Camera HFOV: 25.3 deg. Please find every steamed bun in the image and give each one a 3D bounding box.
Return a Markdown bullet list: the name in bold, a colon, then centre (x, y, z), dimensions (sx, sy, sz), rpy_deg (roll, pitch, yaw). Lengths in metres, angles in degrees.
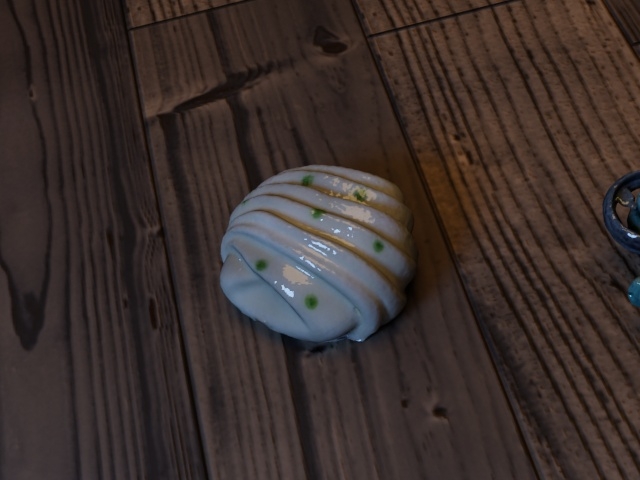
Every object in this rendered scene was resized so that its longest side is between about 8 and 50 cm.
- **steamed bun**: centre (0.000, 0.000, 1.238), dimensions (0.183, 0.106, 0.183), rpy_deg (-6, 46, 6)

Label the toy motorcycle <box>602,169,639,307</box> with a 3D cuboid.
- **toy motorcycle**: centre (0.388, -0.008, 1.174), dimensions (0.296, 0.109, 0.198), rpy_deg (-9, 54, 1)
